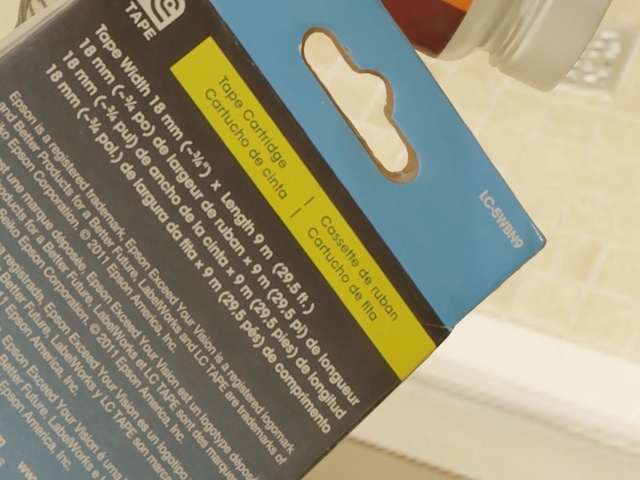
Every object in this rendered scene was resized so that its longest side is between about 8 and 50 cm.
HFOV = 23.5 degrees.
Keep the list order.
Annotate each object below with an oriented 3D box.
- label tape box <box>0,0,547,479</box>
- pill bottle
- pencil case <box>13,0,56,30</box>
[{"bbox_3d":[-0.091,0.016,0.728,0.333,0.240,0.106,-41,16,-19],"label":"label tape box"},{"bbox_3d":[0.090,-0.311,1.501,0.392,0.224,0.224,25,55,-5],"label":"pill bottle"},{"bbox_3d":[-0.146,-0.204,1.260,0.183,0.410,0.160,9,31,-24],"label":"pencil case"}]
